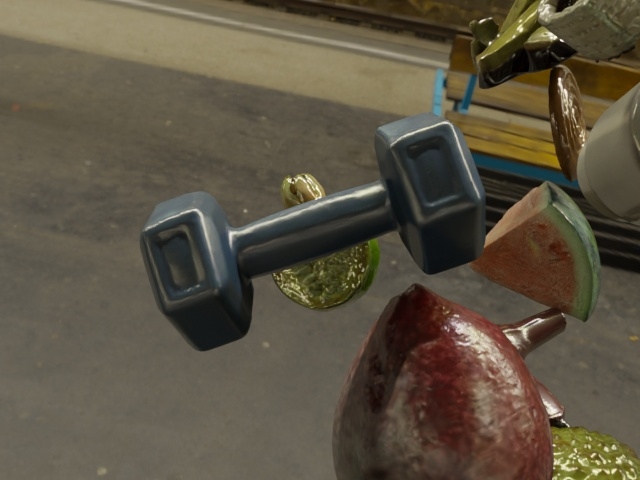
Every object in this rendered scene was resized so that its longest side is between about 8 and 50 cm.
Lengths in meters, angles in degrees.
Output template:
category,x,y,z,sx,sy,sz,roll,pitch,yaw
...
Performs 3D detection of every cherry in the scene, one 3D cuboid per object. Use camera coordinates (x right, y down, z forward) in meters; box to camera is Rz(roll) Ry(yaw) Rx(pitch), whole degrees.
category,x,y,z,sx,sy,sz,roll,pitch,yaw
cherry,0.120,0.191,0.661,0.202,0.301,0.230,-7,7,-26

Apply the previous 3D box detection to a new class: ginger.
category,x,y,z,sx,sy,sz,roll,pitch,yaw
ginger,0.456,-0.503,1.395,0.358,0.211,0.413,-15,20,46

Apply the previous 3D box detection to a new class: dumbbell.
category,x,y,z,sx,sy,sz,roll,pitch,yaw
dumbbell,-0.006,-0.010,0.634,0.324,0.160,0.144,-18,50,3

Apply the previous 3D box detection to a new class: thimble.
category,x,y,z,sx,sy,sz,roll,pitch,yaw
thimble,0.320,-0.271,0.742,0.090,0.102,0.115,27,22,-19

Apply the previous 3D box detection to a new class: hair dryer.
category,x,y,z,sx,sy,sz,roll,pitch,yaw
hair dryer,0.435,0.269,1.269,0.312,0.123,0.340,-18,29,-17

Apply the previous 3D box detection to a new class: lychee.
category,x,y,z,sx,sy,sz,roll,pitch,yaw
lychee,0.348,0.390,0.883,0.269,0.270,0.320,-11,31,-30

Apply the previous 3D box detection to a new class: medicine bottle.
category,x,y,z,sx,sy,sz,roll,pitch,yaw
medicine bottle,0.492,-0.123,0.903,0.208,0.208,0.339,16,1,9

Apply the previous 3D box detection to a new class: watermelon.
category,x,y,z,sx,sy,sz,roll,pitch,yaw
watermelon,0.521,0.035,1.486,0.292,0.283,0.250,-33,26,-1

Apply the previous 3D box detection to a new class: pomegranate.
category,x,y,z,sx,sy,sz,roll,pitch,yaw
pomegranate,-0.006,0.013,1.154,0.240,0.190,0.159,40,7,8

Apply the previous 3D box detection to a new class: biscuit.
category,x,y,z,sx,sy,sz,roll,pitch,yaw
biscuit,0.553,-0.260,1.419,0.037,0.262,0.262,-7,22,32
